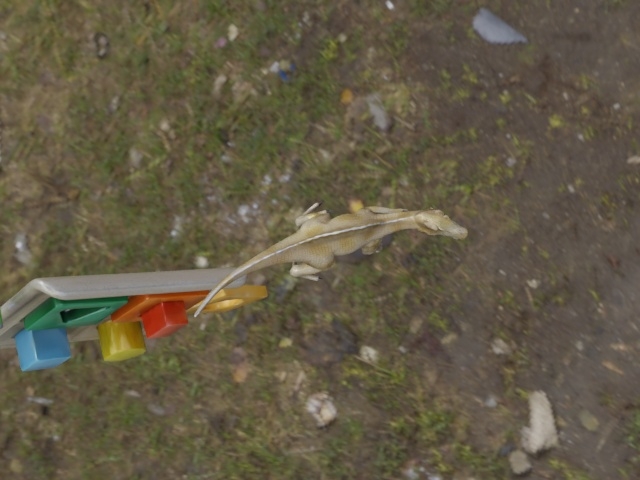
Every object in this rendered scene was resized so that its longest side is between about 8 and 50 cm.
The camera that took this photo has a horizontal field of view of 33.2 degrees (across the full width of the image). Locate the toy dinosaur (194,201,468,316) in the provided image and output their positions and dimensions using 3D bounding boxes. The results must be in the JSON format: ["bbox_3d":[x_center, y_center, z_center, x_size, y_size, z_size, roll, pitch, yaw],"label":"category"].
[{"bbox_3d":[0.000,0.000,0.705,0.183,0.092,0.053,-16,89,-5],"label":"toy dinosaur"}]

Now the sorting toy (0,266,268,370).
[{"bbox_3d":[-0.178,0.068,0.873,0.196,0.347,0.047,-26,72,48],"label":"sorting toy"}]
